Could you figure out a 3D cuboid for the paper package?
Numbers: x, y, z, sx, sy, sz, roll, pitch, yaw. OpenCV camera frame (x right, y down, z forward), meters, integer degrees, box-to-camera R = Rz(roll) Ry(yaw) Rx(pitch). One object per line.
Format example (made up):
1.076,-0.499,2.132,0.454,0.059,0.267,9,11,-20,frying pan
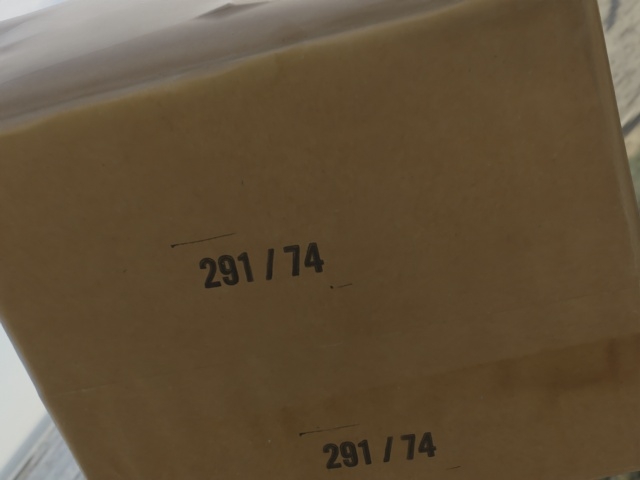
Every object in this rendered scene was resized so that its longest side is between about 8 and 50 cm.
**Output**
0.000,0.000,0.627,0.325,0.309,0.168,-14,30,8,paper package
